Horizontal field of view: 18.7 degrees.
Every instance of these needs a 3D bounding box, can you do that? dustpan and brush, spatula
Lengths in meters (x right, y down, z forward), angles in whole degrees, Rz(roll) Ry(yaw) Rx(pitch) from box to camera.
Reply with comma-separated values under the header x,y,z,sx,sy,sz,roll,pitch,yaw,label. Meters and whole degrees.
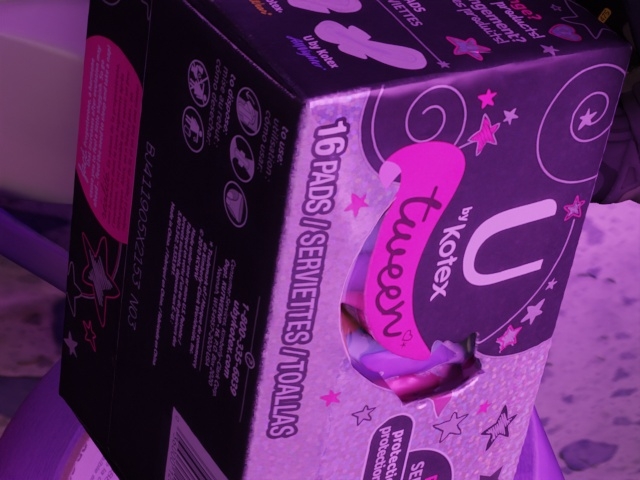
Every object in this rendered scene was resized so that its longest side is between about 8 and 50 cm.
x,y,z,sx,sy,sz,roll,pitch,yaw,label
-0.056,-0.061,0.852,0.211,0.060,0.147,10,152,-4,dustpan and brush
-0.224,-0.019,0.894,0.296,0.030,0.084,16,167,-14,spatula

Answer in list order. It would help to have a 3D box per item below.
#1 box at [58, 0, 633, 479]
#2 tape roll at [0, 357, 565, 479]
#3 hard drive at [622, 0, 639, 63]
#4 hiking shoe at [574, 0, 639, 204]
x,y,z,sx,sy,sz,roll,pitch,yaw,label
0.000,0.000,0.762,0.142,0.163,0.247,-13,131,-28,box
-0.023,0.138,0.911,0.274,0.275,0.090,-12,140,14,tape roll
0.169,-0.126,0.675,0.172,0.054,0.255,-38,129,-24,hard drive
0.092,-0.084,0.792,0.114,0.086,0.227,-9,141,5,hiking shoe
